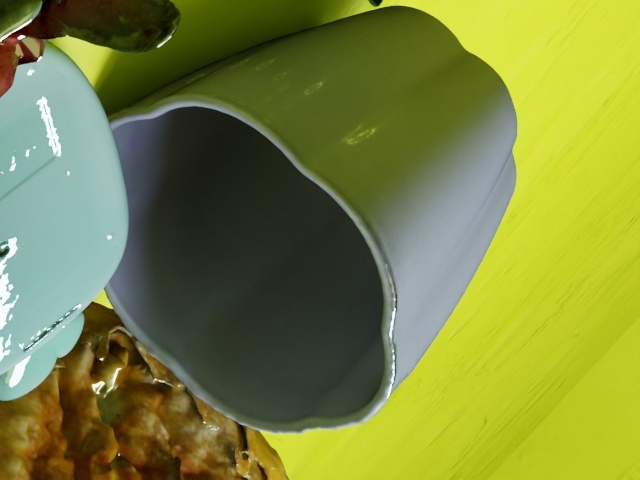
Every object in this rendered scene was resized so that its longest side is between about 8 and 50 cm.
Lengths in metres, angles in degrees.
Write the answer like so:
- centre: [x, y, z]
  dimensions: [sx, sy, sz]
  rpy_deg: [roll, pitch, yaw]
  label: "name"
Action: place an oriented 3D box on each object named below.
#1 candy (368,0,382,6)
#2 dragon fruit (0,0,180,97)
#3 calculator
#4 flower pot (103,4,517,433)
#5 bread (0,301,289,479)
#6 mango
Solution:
- centre: [0.014, -0.189, 1.303]
  dimensions: [0.097, 0.097, 0.323]
  rpy_deg: [-43, 169, 6]
  label: "candy"
- centre: [-0.171, -0.139, 0.787]
  dimensions: [0.192, 0.274, 0.193]
  rpy_deg: [-36, 121, -18]
  label: "dragon fruit"
- centre: [-0.196, -0.004, 1.225]
  dimensions: [0.185, 0.041, 0.299]
  rpy_deg: [-40, 146, -27]
  label: "calculator"
- centre: [0.009, -0.030, 1.365]
  dimensions: [0.243, 0.265, 0.265]
  rpy_deg: [-38, 164, -42]
  label: "flower pot"
- centre: [-0.192, 0.224, 1.417]
  dimensions: [0.204, 0.358, 0.337]
  rpy_deg: [-33, -167, 40]
  label: "bread"
- centre: [0.000, 0.000, 1.603]
  dimensions: [0.316, 0.146, 0.193]
  rpy_deg: [-41, 170, -51]
  label: "mango"
